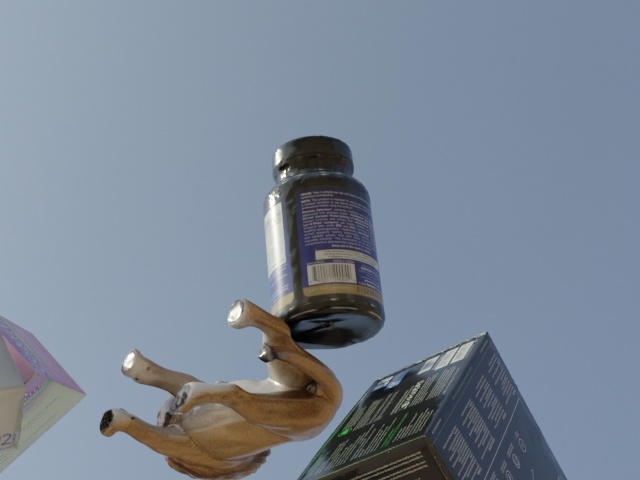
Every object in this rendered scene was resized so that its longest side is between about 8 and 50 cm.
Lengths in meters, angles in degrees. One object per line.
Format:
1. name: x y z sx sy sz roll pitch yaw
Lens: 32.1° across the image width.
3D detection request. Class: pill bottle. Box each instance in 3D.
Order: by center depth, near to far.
1. pill bottle: 0.000 0.000 1.232 0.123 0.219 0.123 -4 -26 -2

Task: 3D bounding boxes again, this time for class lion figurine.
1. lion figurine: -0.084 0.192 1.256 0.240 0.392 0.142 28 -117 -29

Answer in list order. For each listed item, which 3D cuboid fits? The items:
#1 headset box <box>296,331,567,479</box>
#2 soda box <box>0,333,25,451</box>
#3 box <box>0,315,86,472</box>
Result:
1. headset box: 0.132 0.260 0.954 0.131 0.246 0.283 -27 -85 24
2. soda box: -0.437 0.167 1.065 0.286 0.098 0.091 -7 -49 -31
3. box: -0.419 0.203 1.317 0.213 0.243 0.117 -43 -100 -8
